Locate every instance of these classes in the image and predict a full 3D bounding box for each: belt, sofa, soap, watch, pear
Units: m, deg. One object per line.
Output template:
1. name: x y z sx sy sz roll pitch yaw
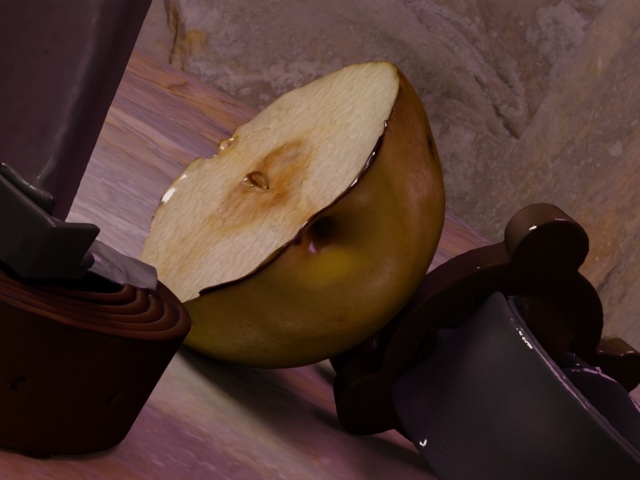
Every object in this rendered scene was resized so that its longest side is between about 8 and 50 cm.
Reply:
1. belt: -0.240 0.055 1.437 0.217 0.122 0.338 40 13 33
2. sofa: -0.226 -0.037 1.400 0.147 0.060 0.085 38 12 21
3. soap: -0.319 -0.145 1.605 0.296 0.285 0.107 25 11 4
4. watch: 0.227 0.191 1.914 0.335 0.314 0.327 39 14 -41
5. pear: 0.000 0.000 1.930 0.191 0.340 0.386 47 1 -22

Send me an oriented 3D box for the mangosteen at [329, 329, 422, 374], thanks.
1. mangosteen: 0.081 0.121 2.159 0.152 0.152 0.152 31 8 -5
